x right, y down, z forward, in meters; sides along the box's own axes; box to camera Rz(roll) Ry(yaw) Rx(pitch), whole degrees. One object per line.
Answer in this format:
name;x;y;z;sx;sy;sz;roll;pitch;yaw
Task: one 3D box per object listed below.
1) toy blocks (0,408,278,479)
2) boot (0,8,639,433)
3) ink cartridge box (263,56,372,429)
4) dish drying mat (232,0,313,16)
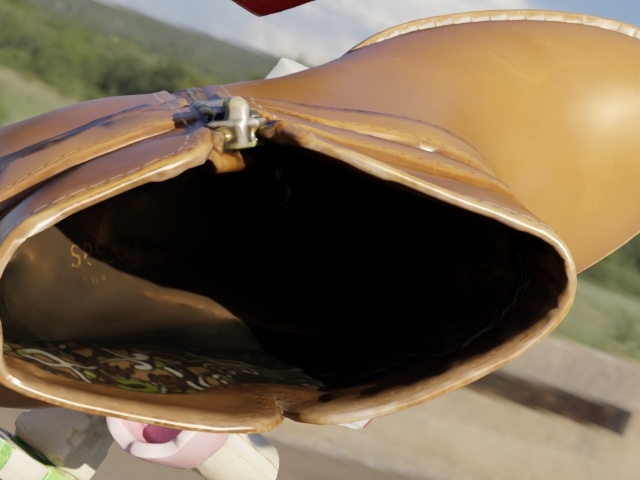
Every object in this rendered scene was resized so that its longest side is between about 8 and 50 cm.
toy blocks;-0.245;0.118;0.986;0.309;0.288;0.260;31;-9;34
boot;0.021;-0.014;0.469;0.283;0.109;0.220;-6;3;-17
ink cartridge box;0.000;0.000;0.767;0.056;0.099;0.135;23;23;-51
dish drying mat;-0.017;-0.090;0.583;0.032;0.008;0.083;30;-10;-19
